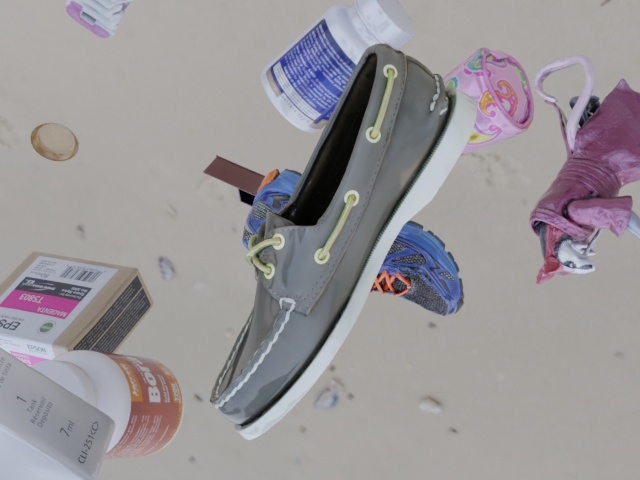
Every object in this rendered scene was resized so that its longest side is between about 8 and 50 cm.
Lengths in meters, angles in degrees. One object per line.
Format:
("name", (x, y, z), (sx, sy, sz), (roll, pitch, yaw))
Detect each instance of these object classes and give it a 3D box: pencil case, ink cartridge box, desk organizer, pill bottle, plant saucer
("pencil case", (0.135, -0.144, 1.251), (0.284, 0.124, 0.124), (-24, 108, 39))
("ink cartridge box", (-0.417, 0.119, 1.530), (0.234, 0.193, 0.088), (7, 131, 28))
("desk organizer", (-0.161, -0.113, 1.871), (0.130, 0.050, 0.047), (24, 147, 22))
("pill bottle", (0.025, -0.234, 1.227), (0.186, 0.112, 0.112), (-37, 99, 27))
("plant saucer", (-0.453, -0.172, 1.647), (0.083, 0.015, 0.083), (1, 133, 1))
("pill bottle", (-0.248, 0.186, 1.081), (0.121, 0.121, 0.216), (23, 177, 19))
("ink cartridge box", (-0.358, 0.153, 0.787), (0.261, 0.066, 0.296), (40, 128, -23))

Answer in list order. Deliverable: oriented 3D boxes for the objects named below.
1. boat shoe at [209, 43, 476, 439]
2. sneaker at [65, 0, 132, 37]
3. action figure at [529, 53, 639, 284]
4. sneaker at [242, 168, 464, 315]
("boat shoe", (-0.001, -0.001, 0.711), (0.091, 0.305, 0.109), (33, 177, -19))
("sneaker", (-0.287, -0.380, 1.355), (0.095, 0.105, 0.236), (35, 156, -15))
("action figure", (0.417, -0.092, 1.488), (0.276, 0.370, 0.248), (46, 153, -16))
("sneaker", (0.026, 0.019, 0.872), (0.221, 0.087, 0.083), (23, 147, 18))
